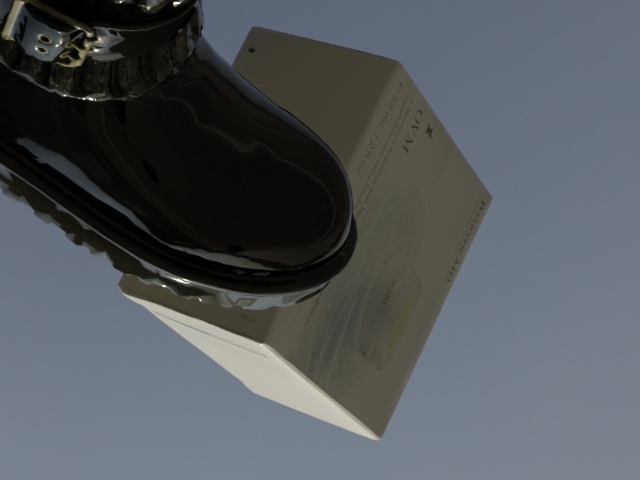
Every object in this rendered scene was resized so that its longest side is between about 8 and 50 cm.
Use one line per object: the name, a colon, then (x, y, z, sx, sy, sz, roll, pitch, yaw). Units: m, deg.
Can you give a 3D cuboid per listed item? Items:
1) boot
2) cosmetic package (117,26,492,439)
boot: (-0.076, -0.108, 0.778, 0.348, 0.260, 0.131, 27, -131, -22)
cosmetic package: (0.000, 0.000, 1.130, 0.224, 0.138, 0.225, -64, -31, -13)
